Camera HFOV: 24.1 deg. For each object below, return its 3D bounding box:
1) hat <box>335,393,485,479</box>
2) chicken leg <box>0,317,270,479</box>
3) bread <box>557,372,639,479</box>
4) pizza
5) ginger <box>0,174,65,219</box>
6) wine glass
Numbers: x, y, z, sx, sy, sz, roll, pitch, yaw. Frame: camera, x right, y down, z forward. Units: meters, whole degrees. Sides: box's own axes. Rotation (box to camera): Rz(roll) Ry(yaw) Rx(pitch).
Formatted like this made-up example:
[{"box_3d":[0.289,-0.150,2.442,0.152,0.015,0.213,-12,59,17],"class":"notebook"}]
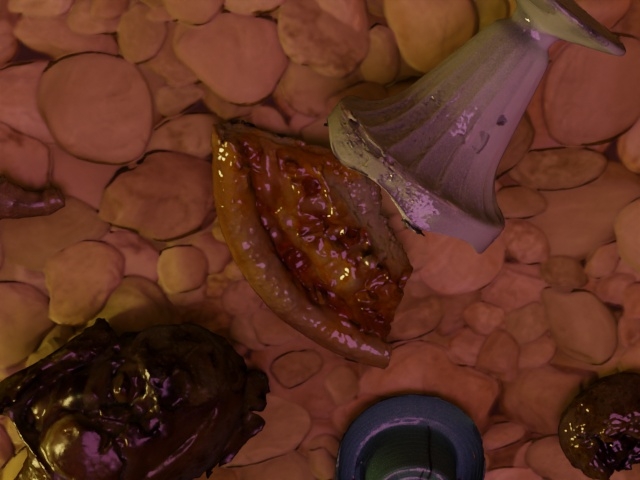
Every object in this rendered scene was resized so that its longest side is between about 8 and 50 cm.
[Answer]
[{"box_3d":[0.082,0.235,1.373,0.138,0.078,0.191,-1,121,-6],"class":"hat"},{"box_3d":[-0.223,0.193,1.290,0.361,0.140,0.211,-34,126,11],"class":"chicken leg"},{"box_3d":[0.265,0.169,1.359,0.082,0.060,0.113,31,115,-23],"class":"bread"},{"box_3d":[-0.004,0.005,1.243,0.134,0.056,0.271,-15,122,14],"class":"pizza"},{"box_3d":[-0.257,-0.035,1.215,0.097,0.030,0.048,-11,149,5],"class":"ginger"},{"box_3d":[0.117,-0.109,1.128,0.165,0.165,0.196,31,110,-20],"class":"wine glass"}]
